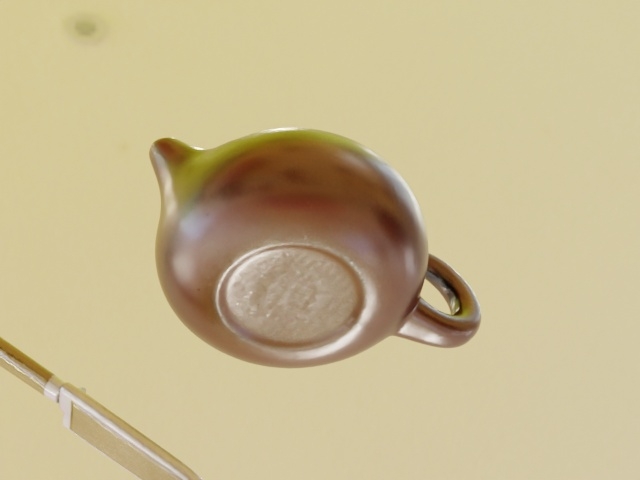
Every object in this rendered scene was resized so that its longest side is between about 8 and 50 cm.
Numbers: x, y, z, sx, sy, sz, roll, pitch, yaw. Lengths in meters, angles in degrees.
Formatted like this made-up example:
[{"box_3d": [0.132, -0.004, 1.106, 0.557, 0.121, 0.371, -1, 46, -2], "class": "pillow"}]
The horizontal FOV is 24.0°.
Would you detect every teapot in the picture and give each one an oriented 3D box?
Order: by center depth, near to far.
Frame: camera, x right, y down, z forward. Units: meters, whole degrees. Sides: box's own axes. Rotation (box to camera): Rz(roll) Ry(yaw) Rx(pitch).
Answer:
[{"box_3d": [0.000, 0.000, 0.999, 0.252, 0.178, 0.135, 23, -138, -21], "class": "teapot"}]

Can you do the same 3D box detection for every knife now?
[{"box_3d": [-0.157, 0.110, 0.981, 0.256, 0.046, 0.022, 33, -130, 13], "class": "knife"}]
